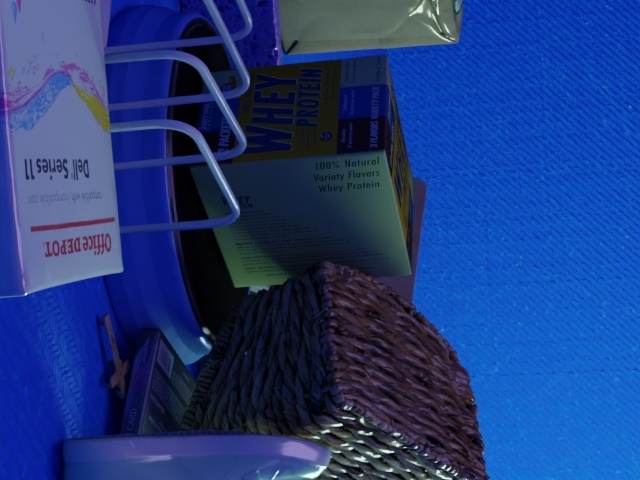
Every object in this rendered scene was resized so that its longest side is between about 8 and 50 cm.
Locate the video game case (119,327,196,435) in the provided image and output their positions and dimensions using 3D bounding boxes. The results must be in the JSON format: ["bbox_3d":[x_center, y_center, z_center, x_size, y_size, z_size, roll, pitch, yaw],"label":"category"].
[{"bbox_3d":[-0.164,0.251,1.357,0.196,0.026,0.274,69,26,-59],"label":"video game case"}]

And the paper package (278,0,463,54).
[{"bbox_3d":[0.075,-0.475,2.199,0.168,0.309,0.325,73,18,-51],"label":"paper package"}]

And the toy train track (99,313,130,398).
[{"bbox_3d":[-0.199,0.110,1.305,0.048,0.014,0.083,-52,134,-68],"label":"toy train track"}]

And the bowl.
[{"bbox_3d":[-0.146,-0.059,1.480,0.391,0.077,0.391,-4,90,-79],"label":"bowl"}]

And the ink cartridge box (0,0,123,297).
[{"bbox_3d":[-0.223,-0.070,0.929,0.207,0.119,0.354,-20,106,-80],"label":"ink cartridge box"}]

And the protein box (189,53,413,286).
[{"bbox_3d":[-0.013,-0.069,1.444,0.201,0.199,0.136,73,16,-50],"label":"protein box"}]

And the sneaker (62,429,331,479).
[{"bbox_3d":[-0.108,0.247,1.229,0.094,0.256,0.151,-11,-101,61],"label":"sneaker"}]

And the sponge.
[{"bbox_3d":[-0.108,-0.266,1.650,0.031,0.117,0.210,-26,112,-77],"label":"sponge"}]

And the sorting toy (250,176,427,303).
[{"bbox_3d":[0.000,0.000,1.876,0.089,0.257,0.255,126,-21,-52],"label":"sorting toy"}]

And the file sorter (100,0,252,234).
[{"bbox_3d":[-0.158,-0.161,1.179,0.193,0.173,0.278,65,24,-62],"label":"file sorter"}]

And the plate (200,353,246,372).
[{"bbox_3d":[-0.121,0.160,1.692,0.188,0.024,0.188,-4,90,-81],"label":"plate"}]

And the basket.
[{"bbox_3d":[0.005,0.174,1.468,0.299,0.223,0.213,36,35,-41],"label":"basket"}]
